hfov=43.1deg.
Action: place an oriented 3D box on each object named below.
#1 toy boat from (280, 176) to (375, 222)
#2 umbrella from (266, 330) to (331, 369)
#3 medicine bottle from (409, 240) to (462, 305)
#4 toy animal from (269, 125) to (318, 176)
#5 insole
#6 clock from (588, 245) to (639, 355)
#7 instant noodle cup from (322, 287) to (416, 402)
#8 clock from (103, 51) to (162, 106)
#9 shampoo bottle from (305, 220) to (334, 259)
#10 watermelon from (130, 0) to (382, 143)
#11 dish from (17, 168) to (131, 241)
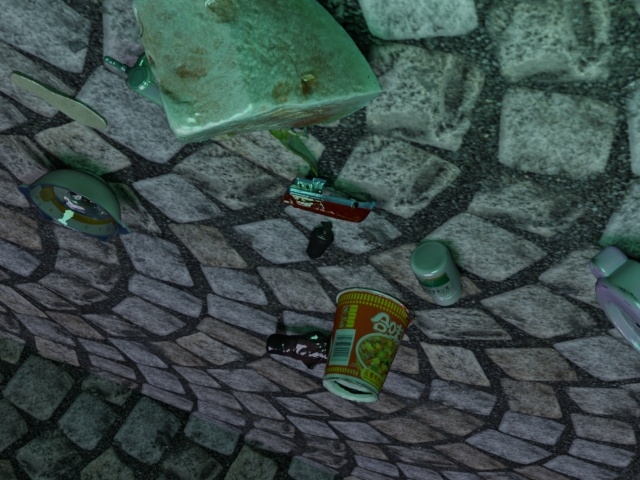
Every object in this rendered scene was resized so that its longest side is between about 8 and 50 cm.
[{"bbox_3d":[0.016,-0.075,1.473,0.173,0.058,0.069,14,174,-11],"label":"toy boat"},{"bbox_3d":[0.011,0.280,2.082,0.326,0.094,0.090,7,-166,19],"label":"umbrella"},{"bbox_3d":[0.228,0.067,1.573,0.080,0.080,0.130,2,147,29],"label":"medicine bottle"},{"bbox_3d":[-0.037,-0.173,1.363,0.075,0.041,0.217,-3,149,38],"label":"toy animal"},{"bbox_3d":[-0.489,-0.261,1.520,0.192,0.010,0.063,27,151,-15],"label":"insole"},{"bbox_3d":[0.559,0.129,1.362,0.248,0.090,0.227,49,180,-36],"label":"clock"},{"bbox_3d":[0.098,0.244,1.828,0.193,0.212,0.193,15,152,8],"label":"instant noodle cup"},{"bbox_3d":[-0.236,-0.240,1.278,0.211,0.066,0.159,29,-175,3],"label":"clock"},{"bbox_3d":[0.000,0.000,1.654,0.048,0.027,0.137,20,152,-5],"label":"shampoo bottle"},{"bbox_3d":[-0.127,-0.227,1.092,0.387,0.258,0.228,29,150,-11],"label":"watermelon"},{"bbox_3d":[-0.521,-0.094,1.756,0.236,0.086,0.228,34,150,-26],"label":"dish"}]
